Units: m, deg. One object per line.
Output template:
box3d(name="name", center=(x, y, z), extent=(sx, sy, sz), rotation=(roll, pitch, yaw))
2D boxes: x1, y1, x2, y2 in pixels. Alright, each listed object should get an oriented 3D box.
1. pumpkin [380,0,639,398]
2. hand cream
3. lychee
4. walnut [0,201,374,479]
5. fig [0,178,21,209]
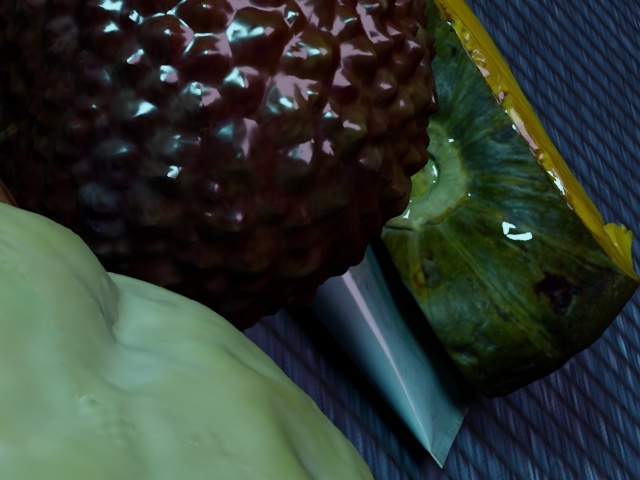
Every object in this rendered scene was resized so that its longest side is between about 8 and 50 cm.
box3d(name="pumpkin", center=(0.084, -0.056, 1.298), extent=(0.317, 0.139, 0.222), rotation=(54, 11, 3))
box3d(name="hand cream", center=(0.000, 0.000, 1.220), extent=(0.312, 0.070, 0.111), rotation=(52, 19, -6))
box3d(name="lychee", center=(-0.077, -0.076, 1.002), extent=(0.300, 0.264, 0.264), rotation=(-23, 73, -22))
box3d(name="walnut", center=(-0.133, 0.174, 0.551), extent=(0.381, 0.381, 0.381), rotation=(35, 33, -27))
box3d(name="fig", center=(-0.184, 0.005, 0.805), extent=(0.175, 0.207, 0.175), rotation=(26, 19, -10))
